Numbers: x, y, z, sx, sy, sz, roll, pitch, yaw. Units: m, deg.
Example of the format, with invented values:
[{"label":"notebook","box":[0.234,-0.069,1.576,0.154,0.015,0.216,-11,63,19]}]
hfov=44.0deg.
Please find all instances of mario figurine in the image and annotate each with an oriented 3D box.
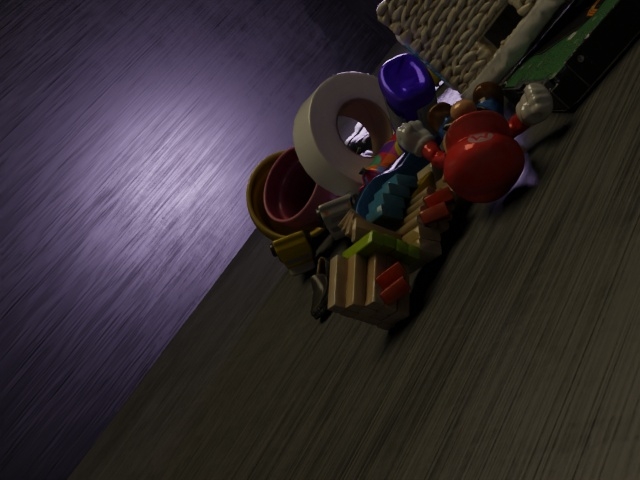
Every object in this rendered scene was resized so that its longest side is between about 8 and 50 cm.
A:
[{"label":"mario figurine","box":[0.229,-0.184,1.205,0.198,0.170,0.320,-61,7,21]}]

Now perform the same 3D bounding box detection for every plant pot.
[{"label":"plant pot","box":[-0.076,-0.100,2.218,0.254,0.254,0.239,-52,-7,-10]},{"label":"plant pot","box":[-0.010,-0.113,1.958,0.201,0.180,0.201,-22,58,39]}]

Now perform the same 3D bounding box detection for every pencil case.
[{"label":"pencil case","box":[0.177,-0.191,1.759,0.236,0.104,0.104,-52,9,-29]}]

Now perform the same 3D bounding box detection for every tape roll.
[{"label":"tape roll","box":[0.083,-0.243,1.843,0.286,0.286,0.100,-55,11,-28]}]

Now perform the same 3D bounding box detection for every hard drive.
[{"label":"hard drive","box":[0.444,-0.349,1.246,0.339,0.064,0.237,-49,9,4]}]

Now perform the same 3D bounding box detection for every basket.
[{"label":"basket","box":[0.333,-0.487,1.443,0.331,0.266,0.328,-44,-6,-41]}]

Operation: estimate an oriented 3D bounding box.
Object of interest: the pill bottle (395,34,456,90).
[{"label":"pill bottle","box":[0.285,-0.500,1.932,0.146,0.264,0.146,-48,14,16]}]

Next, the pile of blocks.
[{"label":"pile of blocks","box":[0.129,-0.029,1.196,0.113,0.149,0.362,-39,14,49]}]

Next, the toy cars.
[{"label":"toy cars","box":[0.000,0.000,1.856,0.177,0.087,0.394,-11,-15,-37]}]

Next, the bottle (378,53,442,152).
[{"label":"bottle","box":[0.185,-0.239,1.546,0.092,0.118,0.283,-27,-29,2]}]

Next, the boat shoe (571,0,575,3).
[{"label":"boat shoe","box":[0.542,-0.560,1.551,0.227,0.081,0.079,-42,13,40]}]

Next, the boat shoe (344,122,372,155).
[{"label":"boat shoe","box":[0.122,-0.248,2.230,0.302,0.091,0.114,-67,-21,-46]}]

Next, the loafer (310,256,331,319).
[{"label":"loafer","box":[0.002,0.094,1.571,0.062,0.061,0.170,-44,12,28]}]

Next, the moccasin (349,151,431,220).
[{"label":"moccasin","box":[0.137,-0.058,1.423,0.117,0.138,0.342,-48,-5,37]}]

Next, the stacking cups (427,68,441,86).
[{"label":"stacking cups","box":[0.251,-0.412,2.320,0.316,0.096,0.096,-48,9,26]}]

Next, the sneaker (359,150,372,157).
[{"label":"sneaker","box":[0.071,-0.187,2.085,0.217,0.079,0.121,8,38,26]}]
